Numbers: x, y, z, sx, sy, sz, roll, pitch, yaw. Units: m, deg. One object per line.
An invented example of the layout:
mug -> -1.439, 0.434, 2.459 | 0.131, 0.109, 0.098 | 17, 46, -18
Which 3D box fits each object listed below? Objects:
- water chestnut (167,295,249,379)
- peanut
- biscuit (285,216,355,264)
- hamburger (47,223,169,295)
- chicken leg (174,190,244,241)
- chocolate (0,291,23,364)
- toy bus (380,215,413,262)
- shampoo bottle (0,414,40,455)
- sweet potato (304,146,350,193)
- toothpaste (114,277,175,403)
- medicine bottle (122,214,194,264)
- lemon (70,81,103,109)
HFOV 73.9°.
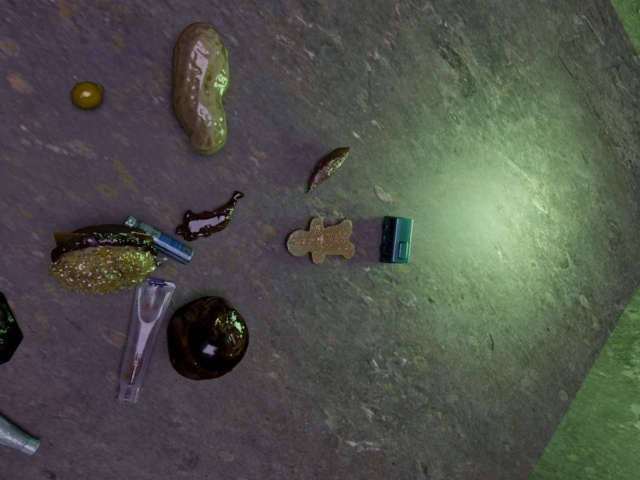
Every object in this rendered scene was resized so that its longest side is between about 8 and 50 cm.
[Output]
water chestnut -> -0.310, 0.266, 1.149 | 0.223, 0.238, 0.224 | 27, 44, -29
peanut -> -0.304, -0.387, 1.099 | 0.153, 0.140, 0.326 | -12, 103, -40
biscuit -> 0.000, 0.000, 1.340 | 0.234, 0.030, 0.153 | -9, 99, -23
hamburger -> -0.498, 0.051, 1.010 | 0.261, 0.243, 0.139 | -7, 75, -21
chicken leg -> -0.301, -0.063, 1.184 | 0.219, 0.048, 0.090 | -26, 109, -20
chocolate -> -0.802, 0.214, 0.915 | 0.206, 0.177, 0.224 | -20, 103, -21
toy bus -> 0.256, 0.002, 1.424 | 0.079, 0.091, 0.161 | 4, 94, -24
shampoo bottle -> -0.777, 0.461, 1.029 | 0.190, 0.041, 0.069 | 45, 72, -23
sweet potato -> 0.019, -0.222, 1.306 | 0.060, 0.068, 0.206 | 40, 84, 2
toothpaste -> -0.477, 0.263, 1.135 | 0.100, 0.066, 0.324 | 15, 85, -21
medicine bottle -> -0.430, 0.001, 1.131 | 0.191, 0.051, 0.051 | 34, 81, -24
lemon -> -0.561, -0.350, 1.024 | 0.083, 0.062, 0.062 | -38, 110, -16
